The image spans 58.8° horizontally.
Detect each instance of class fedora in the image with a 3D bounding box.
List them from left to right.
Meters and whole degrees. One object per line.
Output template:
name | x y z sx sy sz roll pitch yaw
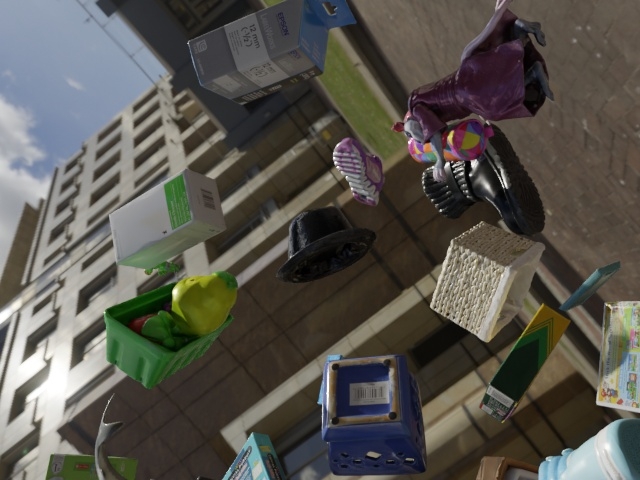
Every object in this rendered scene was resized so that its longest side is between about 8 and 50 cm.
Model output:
fedora | 0.000 0.000 1.678 0.152 0.334 0.334 70 -169 18

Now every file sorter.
file sorter | 0.074 0.496 1.981 0.104 0.170 0.118 18 162 -17

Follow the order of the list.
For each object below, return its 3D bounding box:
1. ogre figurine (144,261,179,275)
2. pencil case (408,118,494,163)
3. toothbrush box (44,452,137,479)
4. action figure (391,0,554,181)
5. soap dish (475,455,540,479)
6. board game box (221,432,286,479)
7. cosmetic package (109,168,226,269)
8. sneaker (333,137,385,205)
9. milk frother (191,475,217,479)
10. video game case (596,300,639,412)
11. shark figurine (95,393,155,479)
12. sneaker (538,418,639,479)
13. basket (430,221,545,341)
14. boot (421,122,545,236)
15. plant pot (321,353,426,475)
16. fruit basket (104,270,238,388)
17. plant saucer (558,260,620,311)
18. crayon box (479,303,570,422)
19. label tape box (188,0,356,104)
ogre figurine | -0.625 0.078 2.096 0.197 0.097 0.118 37 170 -8
pencil case | 0.306 -0.235 1.368 0.104 0.104 0.236 50 169 -18
toothbrush box | -0.631 0.727 1.520 0.122 0.206 0.283 76 -165 -65
action figure | 0.293 -0.314 1.220 0.275 0.370 0.248 53 -136 -23
soap dish | 0.501 0.685 1.467 0.291 0.229 0.118 28 168 -35
board game box | -0.223 0.897 2.005 0.079 0.253 0.336 23 -164 -32
cosmetic package | -0.506 -0.060 1.871 0.155 0.365 0.197 18 -129 -59
sneaker | 0.115 -0.202 1.534 0.095 0.104 0.236 21 157 36
milk frother | -0.402 0.898 1.940 0.135 0.129 0.143 19 -142 -3
video game case | 0.662 0.236 1.153 0.026 0.227 0.206 14 168 -21
shark figurine | -0.303 0.409 0.949 0.278 0.166 0.116 47 180 -5
sneaker | 0.445 0.347 0.830 0.319 0.208 0.127 17 -138 -29
basket | 0.632 0.147 2.160 0.266 0.331 0.328 27 -148 30
boot | 0.434 -0.115 1.543 0.131 0.260 0.348 7 -125 -37
plant pot | 0.121 0.407 1.357 0.212 0.236 0.236 72 -164 -45
fruit basket | -0.411 0.211 1.675 0.283 0.392 0.392 29 180 14
plant saucer | 0.628 0.112 1.326 0.192 0.067 0.018 102 147 -57
crayon box | 0.656 0.411 1.852 0.106 0.313 0.363 32 163 23
label tape box | -0.089 -0.439 1.312 0.249 0.348 0.115 -15 -91 -77
